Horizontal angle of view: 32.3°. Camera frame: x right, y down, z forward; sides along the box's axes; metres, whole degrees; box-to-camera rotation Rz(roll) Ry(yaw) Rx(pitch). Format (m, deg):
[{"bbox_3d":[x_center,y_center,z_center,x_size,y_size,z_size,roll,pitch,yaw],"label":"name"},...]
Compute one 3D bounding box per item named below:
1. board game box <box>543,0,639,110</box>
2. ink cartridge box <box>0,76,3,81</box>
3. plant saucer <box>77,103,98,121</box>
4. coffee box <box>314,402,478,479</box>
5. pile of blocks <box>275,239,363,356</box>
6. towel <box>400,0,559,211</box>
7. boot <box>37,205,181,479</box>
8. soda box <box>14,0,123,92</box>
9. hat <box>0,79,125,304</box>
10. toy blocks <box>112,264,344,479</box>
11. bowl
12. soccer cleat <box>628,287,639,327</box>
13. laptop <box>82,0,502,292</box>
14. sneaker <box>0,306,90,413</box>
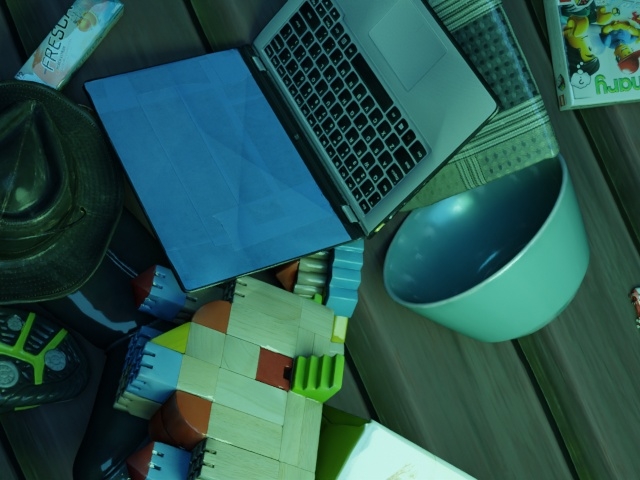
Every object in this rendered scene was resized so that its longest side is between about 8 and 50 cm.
[{"bbox_3d":[0.515,-0.319,1.756,0.305,0.053,0.193,-8,88,-11],"label":"board game box"},{"bbox_3d":[-0.625,-0.256,1.534,0.311,0.065,0.186,39,80,-4],"label":"ink cartridge box"},{"bbox_3d":[-0.355,-0.156,1.601,0.083,0.013,0.083,1,86,-11],"label":"plant saucer"},{"bbox_3d":[0.083,0.449,1.480,0.334,0.338,0.338,31,81,-7],"label":"coffee box"},{"bbox_3d":[0.000,0.000,1.590,0.112,0.149,0.362,8,85,-10],"label":"pile of blocks"},{"bbox_3d":[0.164,-0.219,1.568,0.056,0.324,0.312,-29,96,-41],"label":"towel"},{"bbox_3d":[-0.348,0.084,1.468,0.445,0.146,0.367,45,44,-8],"label":"boot"},{"bbox_3d":[-0.359,-0.279,1.582,0.058,0.063,0.183,37,81,-7],"label":"soda box"},{"bbox_3d":[-0.390,-0.090,1.392,0.331,0.134,0.331,9,62,-17],"label":"hat"},{"bbox_3d":[-0.132,0.182,1.378,0.261,0.191,0.381,22,51,-19],"label":"toy blocks"},{"bbox_3d":[0.260,0.023,1.587,0.311,0.311,0.163,-49,115,-10],"label":"bowl"},{"bbox_3d":[0.514,0.114,1.742,0.035,0.029,0.083,-16,85,-7],"label":"soccer cleat"},{"bbox_3d":[-0.052,-0.193,1.465,0.408,0.236,0.382,-45,59,26],"label":"laptop"},{"bbox_3d":[-0.508,0.185,1.498,0.384,0.147,0.145,0,60,-28],"label":"sneaker"}]
